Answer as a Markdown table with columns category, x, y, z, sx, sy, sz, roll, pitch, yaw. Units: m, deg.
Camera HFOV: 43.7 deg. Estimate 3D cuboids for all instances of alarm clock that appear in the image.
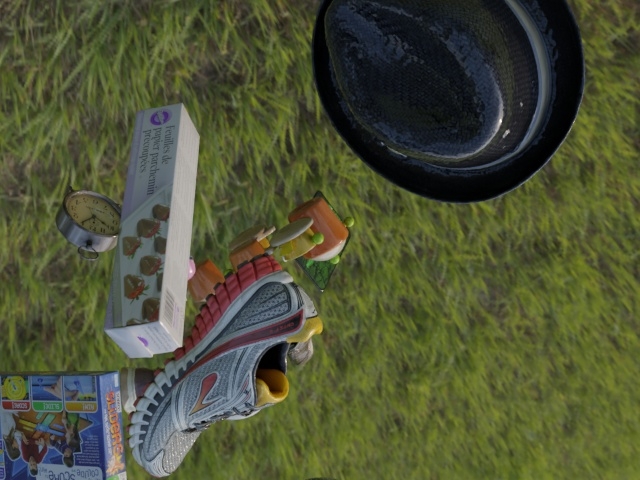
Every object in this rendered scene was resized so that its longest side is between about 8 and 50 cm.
| category | x | y | z | sx | sy | sz | roll | pitch | yaw |
| --- | --- | --- | --- | --- | --- | --- | --- | --- | --- |
| alarm clock | -0.442 | -0.023 | 1.531 | 0.129 | 0.192 | 0.064 | 22 | 120 | -26 |

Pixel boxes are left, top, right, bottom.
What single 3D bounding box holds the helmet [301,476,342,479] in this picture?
| category | x | y | z | sx | sy | sz | roll | pitch | yaw |
| --- | --- | --- | --- | --- | --- | --- | --- | --- | --- |
| helmet | 0.008 | 0.338 | 0.854 | 0.161 | 0.169 | 0.169 | -33 | 140 | -13 |

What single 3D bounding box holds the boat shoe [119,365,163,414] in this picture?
| category | x | y | z | sx | sy | sz | roll | pitch | yaw |
| --- | --- | --- | --- | --- | --- | --- | --- | --- | --- |
| boat shoe | -0.316 | 0.301 | 1.536 | 0.092 | 0.103 | 0.285 | -2 | 157 | -1 |

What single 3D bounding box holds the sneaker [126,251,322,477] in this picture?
| category | x | y | z | sx | sy | sz | roll | pitch | yaw |
| --- | --- | --- | --- | --- | --- | --- | --- | --- | --- |
| sneaker | -0.083 | 0.122 | 0.668 | 0.225 | 0.092 | 0.088 | -54 | 166 | 21 |

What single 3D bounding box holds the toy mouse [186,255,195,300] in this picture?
| category | x | y | z | sx | sy | sz | roll | pitch | yaw |
| --- | --- | --- | --- | --- | --- | --- | --- | --- | --- |
| toy mouse | -0.218 | 0.007 | 1.251 | 0.031 | 0.161 | 0.143 | -8 | 150 | -17 |

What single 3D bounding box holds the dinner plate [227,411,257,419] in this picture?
| category | x | y | z | sx | sy | sz | roll | pitch | yaw |
| --- | --- | --- | --- | --- | --- | --- | --- | --- | --- |
| dinner plate | -0.154 | 0.246 | 1.348 | 0.141 | 0.017 | 0.141 | 2 | 112 | 4 |

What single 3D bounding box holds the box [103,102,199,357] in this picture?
| category | x | y | z | sx | sy | sz | roll | pitch | yaw |
| --- | --- | --- | --- | --- | --- | --- | --- | --- | --- |
| box | -0.187 | -0.022 | 0.914 | 0.063 | 0.324 | 0.067 | -10 | 142 | 9 |

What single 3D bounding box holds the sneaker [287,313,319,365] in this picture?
| category | x | y | z | sx | sy | sz | roll | pitch | yaw |
| --- | --- | --- | --- | --- | --- | --- | --- | --- | --- |
| sneaker | -0.054 | 0.195 | 1.564 | 0.071 | 0.066 | 0.188 | -29 | 152 | -30 |

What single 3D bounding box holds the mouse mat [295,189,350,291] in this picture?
| category | x | y | z | sx | sy | sz | roll | pitch | yaw |
| --- | --- | --- | --- | --- | --- | --- | --- | --- | --- |
| mouse mat | 0.000 | 0.000 | 1.800 | 0.007 | 0.190 | 0.153 | -10 | 131 | 39 |

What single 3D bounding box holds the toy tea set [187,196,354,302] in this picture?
| category | x | y | z | sx | sy | sz | roll | pitch | yaw |
| --- | --- | --- | --- | --- | --- | --- | --- | --- | --- |
| toy tea set | -0.093 | 0.041 | 1.479 | 0.336 | 0.200 | 0.124 | -22 | 105 | 33 |

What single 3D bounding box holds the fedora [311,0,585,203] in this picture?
| category | x | y | z | sx | sy | sz | roll | pitch | yaw |
| --- | --- | --- | --- | --- | --- | --- | --- | --- | --- |
| fedora | 0.115 | -0.191 | 0.875 | 0.334 | 0.334 | 0.152 | -49 | 170 | 25 |

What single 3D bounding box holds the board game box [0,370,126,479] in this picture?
| category | x | y | z | sx | sy | sz | roll | pitch | yaw |
| --- | --- | --- | --- | --- | --- | --- | --- | --- | --- |
| board game box | -0.322 | 0.225 | 0.951 | 0.201 | 0.136 | 0.035 | -4 | 179 | 28 |
